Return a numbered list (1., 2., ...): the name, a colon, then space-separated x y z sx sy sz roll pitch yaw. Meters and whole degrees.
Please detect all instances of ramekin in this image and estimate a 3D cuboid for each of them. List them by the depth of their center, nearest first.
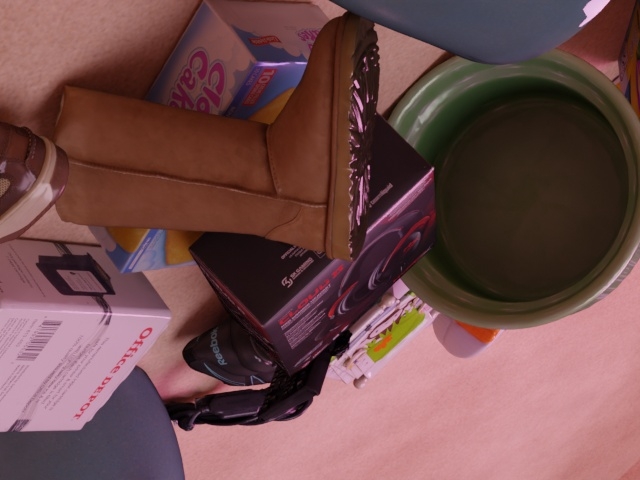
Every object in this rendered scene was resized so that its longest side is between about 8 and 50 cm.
1. ramekin: 0.219 -0.051 1.771 0.303 0.303 0.148 -44 161 11

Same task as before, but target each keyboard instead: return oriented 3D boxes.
1. keyboard: -0.012 0.124 1.756 0.108 0.023 0.180 -28 -162 21

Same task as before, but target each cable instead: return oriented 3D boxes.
1. cable: -0.097 0.201 1.953 0.184 0.047 0.150 -8 174 -26

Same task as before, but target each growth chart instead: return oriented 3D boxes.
1. growth chart: 0.066 0.112 1.892 0.172 0.021 0.237 -45 163 9

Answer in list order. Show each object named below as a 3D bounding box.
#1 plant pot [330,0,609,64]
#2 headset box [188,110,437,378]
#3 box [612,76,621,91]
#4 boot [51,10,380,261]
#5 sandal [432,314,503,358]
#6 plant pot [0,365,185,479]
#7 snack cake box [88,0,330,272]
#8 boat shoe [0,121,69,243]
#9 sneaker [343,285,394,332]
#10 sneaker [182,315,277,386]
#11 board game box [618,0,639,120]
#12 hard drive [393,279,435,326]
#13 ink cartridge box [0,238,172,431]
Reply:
1. plant pot: 0.070 -0.293 1.214 0.235 0.293 0.293 7 130 -39
2. headset box: 0.000 0.000 1.582 0.218 0.110 0.293 -43 166 -8
3. box: 0.387 -0.126 2.076 0.203 0.103 0.114 -41 154 4
4. boot: -0.093 -0.095 1.369 0.089 0.269 0.236 -60 157 -59
5. sandal: 0.252 0.054 2.192 0.076 0.102 0.265 -1 134 -48
6. plant pot: -0.262 0.303 1.821 0.290 0.195 0.290 -31 153 -17
7. snack cake box: -0.094 -0.095 1.520 0.152 0.089 0.264 -5 139 -48
8. boat shoe: -0.330 -0.009 1.377 0.257 0.095 0.095 -44 130 15
9. sneaker: 0.011 0.063 1.903 0.151 0.094 0.256 -28 144 -31
10. sneaker: -0.065 0.121 1.931 0.106 0.101 0.267 -20 165 22
11. board game box: 0.406 -0.207 1.809 0.079 0.254 0.336 2 146 -1
12. hard drive: 0.145 0.009 2.042 0.203 0.040 0.307 -14 145 -48
13. ink cartridge box: -0.285 0.092 1.559 0.172 0.100 0.237 -50 151 21
